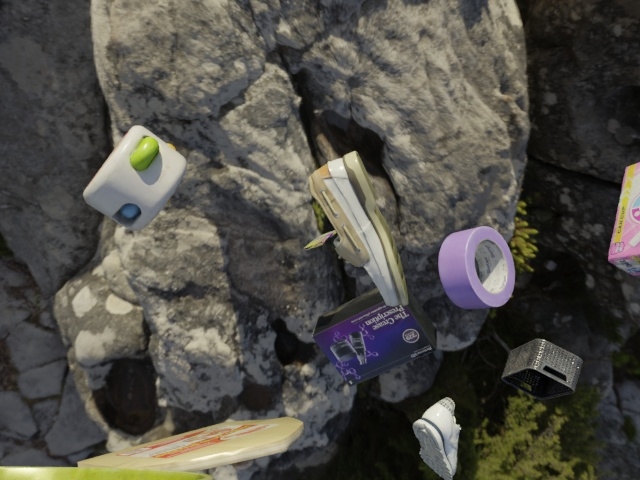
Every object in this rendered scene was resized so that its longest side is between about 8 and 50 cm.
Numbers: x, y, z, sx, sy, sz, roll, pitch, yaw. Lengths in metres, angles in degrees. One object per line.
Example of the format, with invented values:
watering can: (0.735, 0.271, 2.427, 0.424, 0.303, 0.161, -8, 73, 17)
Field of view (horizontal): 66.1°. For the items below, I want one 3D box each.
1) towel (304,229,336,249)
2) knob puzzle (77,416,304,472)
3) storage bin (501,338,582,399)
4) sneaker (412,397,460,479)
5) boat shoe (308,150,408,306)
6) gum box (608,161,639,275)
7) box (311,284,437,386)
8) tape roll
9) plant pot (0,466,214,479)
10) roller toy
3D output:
towel: (0.000, 0.000, 1.182, 0.060, 0.083, 0.009, -20, 101, 32)
knob puzzle: (-0.098, 0.198, 0.453, 0.213, 0.213, 0.030, -11, 77, 6)
storage bin: (0.558, 0.330, 1.251, 0.122, 0.180, 0.084, 27, 67, 7)
sneaker: (0.276, 0.449, 1.096, 0.090, 0.095, 0.235, 23, 142, 38)
boat shoe: (0.075, -0.007, 0.914, 0.103, 0.113, 0.302, -20, 101, 12)
gum box: (0.522, -0.047, 0.751, 0.062, 0.107, 0.188, 27, 71, -15)
box: (0.140, 0.238, 1.266, 0.261, 0.103, 0.184, -31, 106, 22)
tape roll: (0.370, 0.066, 1.162, 0.080, 0.189, 0.189, -15, 112, 52)
plant pot: (-0.198, 0.256, 0.198, 0.274, 0.275, 0.294, 0, 67, 3)
roller toy: (-0.375, -0.124, 1.020, 0.146, 0.209, 0.191, 37, 93, -25)
